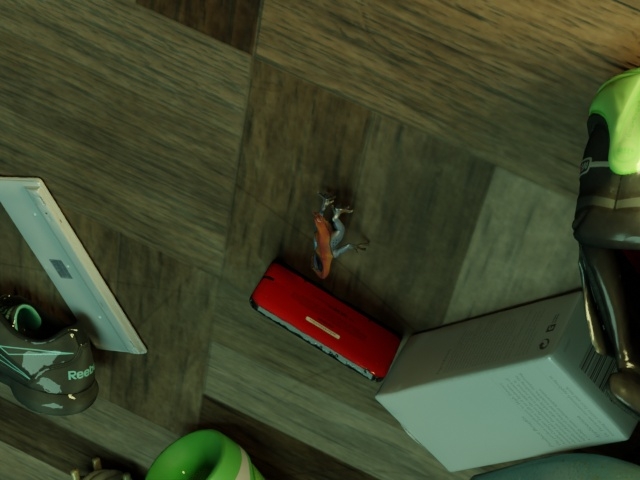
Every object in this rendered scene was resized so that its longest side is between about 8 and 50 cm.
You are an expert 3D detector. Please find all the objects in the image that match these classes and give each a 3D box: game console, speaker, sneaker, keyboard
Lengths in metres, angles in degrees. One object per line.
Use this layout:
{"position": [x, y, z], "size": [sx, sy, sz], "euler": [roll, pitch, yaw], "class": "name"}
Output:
{"position": [-0.006, 0.092, 1.726], "size": [0.144, 0.124, 0.085], "euler": [31, 119, -1], "class": "game console"}
{"position": [-0.072, 0.347, 2.055], "size": [0.131, 0.131, 0.296], "euler": [-5, 132, 41], "class": "speaker"}
{"position": [-0.355, 0.100, 2.009], "size": [0.267, 0.101, 0.106], "euler": [17, 121, 21], "class": "sneaker"}
{"position": [0.292, 0.092, 1.391], "size": [0.185, 0.202, 0.483], "euler": [-1, 135, 39], "class": "sneaker"}
{"position": [-0.260, 0.029, 1.899], "size": [0.072, 0.014, 0.256], "euler": [9, 140, 37], "class": "keyboard"}

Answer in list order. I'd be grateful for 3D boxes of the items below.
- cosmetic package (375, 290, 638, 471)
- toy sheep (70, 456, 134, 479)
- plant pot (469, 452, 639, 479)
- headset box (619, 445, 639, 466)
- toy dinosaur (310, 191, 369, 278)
{"position": [0.172, 0.129, 1.637], "size": [0.117, 0.085, 0.231], "euler": [47, 144, -21], "class": "cosmetic package"}
{"position": [-0.252, 0.312, 2.181], "size": [0.132, 0.091, 0.091], "euler": [22, 149, 46], "class": "toy sheep"}
{"position": [0.260, 0.326, 1.577], "size": [0.248, 0.247, 0.252], "euler": [31, 147, -14], "class": "plant pot"}
{"position": [0.314, 0.218, 1.685], "size": [0.083, 0.032, 0.062], "euler": [35, 146, -8], "class": "headset box"}
{"position": [0.000, 0.000, 1.621], "size": [0.047, 0.090, 0.082], "euler": [29, 117, 29], "class": "toy dinosaur"}
